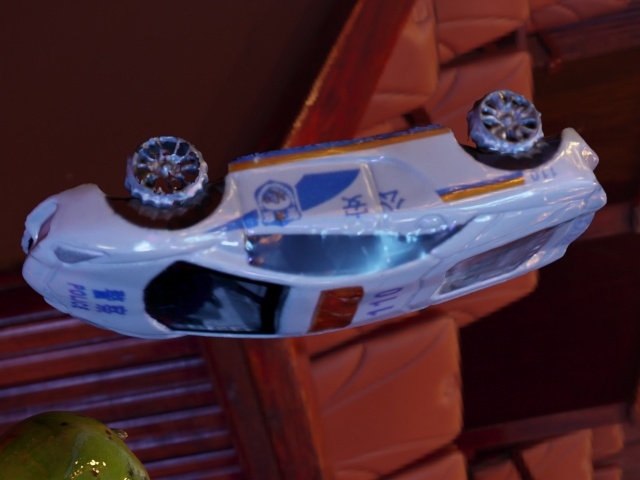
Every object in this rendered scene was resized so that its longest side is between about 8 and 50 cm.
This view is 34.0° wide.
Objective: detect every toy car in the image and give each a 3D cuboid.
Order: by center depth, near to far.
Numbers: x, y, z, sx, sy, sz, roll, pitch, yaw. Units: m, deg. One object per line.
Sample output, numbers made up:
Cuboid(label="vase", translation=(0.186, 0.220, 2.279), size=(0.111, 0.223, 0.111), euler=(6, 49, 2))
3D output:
Cuboid(label="toy car", translation=(0.000, 0.000, 0.370), size=(0.095, 0.204, 0.056), euler=(108, -31, -64))

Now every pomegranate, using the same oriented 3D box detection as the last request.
Cuboid(label="pomegranate", translation=(-0.354, 0.368, 1.348), size=(0.302, 0.236, 0.236), euler=(-59, 170, -9))
